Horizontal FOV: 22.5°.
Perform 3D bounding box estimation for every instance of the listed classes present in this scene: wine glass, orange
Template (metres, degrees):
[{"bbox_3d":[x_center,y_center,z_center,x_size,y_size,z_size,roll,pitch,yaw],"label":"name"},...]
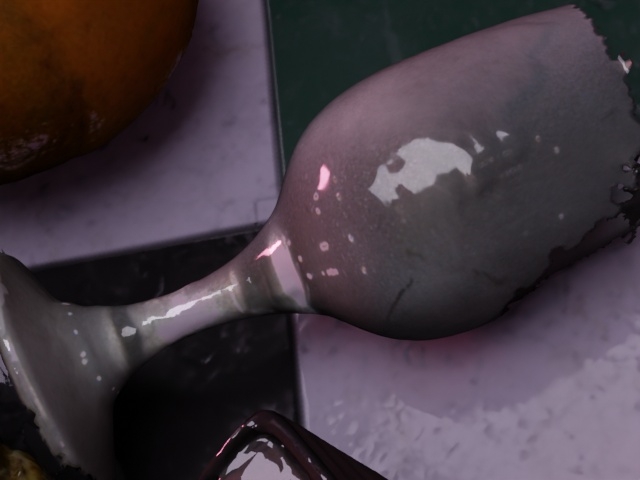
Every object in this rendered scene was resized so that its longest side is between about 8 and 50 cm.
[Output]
[{"bbox_3d":[0.000,0.000,0.765,0.321,0.143,0.143,-24,64,4],"label":"wine glass"},{"bbox_3d":[-0.184,-0.127,0.840,0.240,0.171,0.240,1,49,-1],"label":"orange"}]

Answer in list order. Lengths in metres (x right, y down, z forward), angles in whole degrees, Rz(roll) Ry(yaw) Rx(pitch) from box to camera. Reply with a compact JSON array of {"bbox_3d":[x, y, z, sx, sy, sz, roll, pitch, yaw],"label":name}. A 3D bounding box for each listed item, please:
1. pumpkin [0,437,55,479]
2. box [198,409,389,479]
[{"bbox_3d":[-0.216,0.152,0.670,0.238,0.315,0.315,-27,64,-5],"label":"pumpkin"},{"bbox_3d":[0.029,0.203,0.614,0.153,0.252,0.188,-44,63,0],"label":"box"}]
